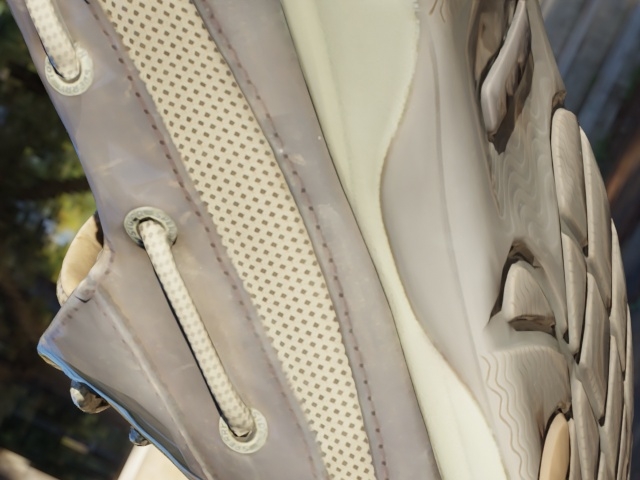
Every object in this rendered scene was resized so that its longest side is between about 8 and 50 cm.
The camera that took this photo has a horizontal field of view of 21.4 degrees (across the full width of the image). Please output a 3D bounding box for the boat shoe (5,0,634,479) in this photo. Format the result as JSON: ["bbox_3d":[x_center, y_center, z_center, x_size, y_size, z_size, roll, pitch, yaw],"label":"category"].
[{"bbox_3d":[0.000,0.000,0.442,0.132,0.130,0.355,-54,-44,-57],"label":"boat shoe"}]
